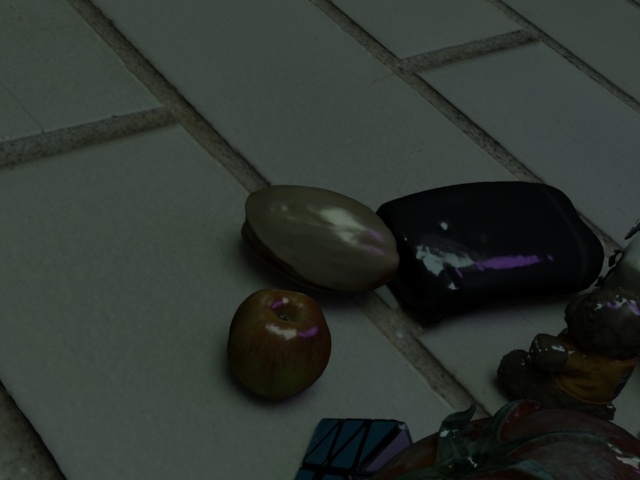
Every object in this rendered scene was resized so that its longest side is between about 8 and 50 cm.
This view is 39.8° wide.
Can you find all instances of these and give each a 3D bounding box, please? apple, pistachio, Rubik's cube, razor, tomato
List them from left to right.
[{"bbox_3d":[-0.046,0.119,1.029,0.126,0.102,0.126,13,41,-11],"label":"apple"},{"bbox_3d":[0.000,0.000,1.165,0.215,0.144,0.144,15,40,0],"label":"pistachio"},{"bbox_3d":[0.075,0.246,0.890,0.190,0.178,0.211,25,40,-2],"label":"Rubik's cube"},{"bbox_3d":[0.247,0.004,1.288,0.348,0.114,0.204,-7,50,-31],"label":"razor"},{"bbox_3d":[0.156,0.278,0.721,0.316,0.316,0.283,-25,95,-42],"label":"tomato"}]

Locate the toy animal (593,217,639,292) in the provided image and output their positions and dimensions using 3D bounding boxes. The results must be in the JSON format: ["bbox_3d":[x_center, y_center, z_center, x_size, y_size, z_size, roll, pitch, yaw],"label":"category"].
[{"bbox_3d":[0.561,0.103,1.269,0.310,0.183,0.247,41,43,21],"label":"toy animal"}]

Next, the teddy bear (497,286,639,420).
[{"bbox_3d":[0.343,0.139,1.123,0.177,0.190,0.140,-7,41,-38],"label":"teddy bear"}]
